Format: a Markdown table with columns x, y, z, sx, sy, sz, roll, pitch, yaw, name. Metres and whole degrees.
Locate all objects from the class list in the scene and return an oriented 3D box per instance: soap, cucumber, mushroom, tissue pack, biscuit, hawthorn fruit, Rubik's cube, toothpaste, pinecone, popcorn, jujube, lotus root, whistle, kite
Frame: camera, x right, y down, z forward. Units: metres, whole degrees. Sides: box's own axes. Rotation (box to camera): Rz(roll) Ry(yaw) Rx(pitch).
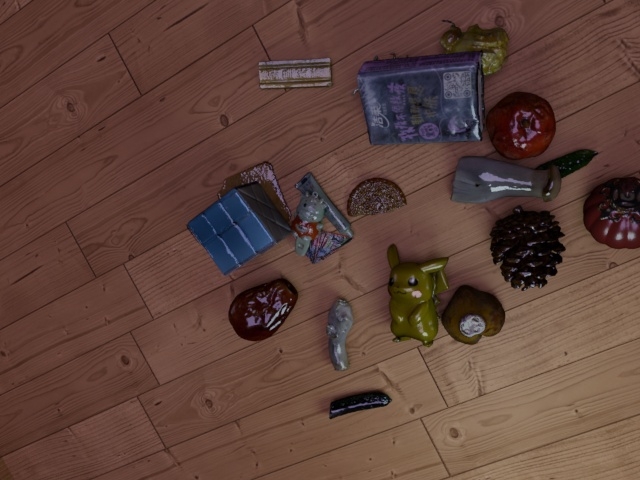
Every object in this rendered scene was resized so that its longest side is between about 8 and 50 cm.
| x | y | z | sx | sy | sz | roll | pitch | yaw | name |
| --- | --- | --- | --- | --- | --- | --- | --- | --- | --- |
| -0.084 | -0.558 | 1.792 | 0.252 | 0.037 | 0.092 | 1 | 102 | 11 | soap |
| 0.140 | 0.594 | 1.953 | 0.245 | 0.067 | 0.067 | -20 | 96 | 13 | cucumber |
| 0.069 | 0.338 | 1.906 | 0.096 | 0.099 | 0.278 | 11 | 107 | 24 | mushroom |
| 0.305 | -0.422 | 1.619 | 0.361 | 0.122 | 0.259 | 2 | 130 | 24 | tissue pack |
| -0.244 | -0.139 | 1.919 | 0.237 | 0.013 | 0.232 | -20 | 96 | 14 | biscuit |
| 0.599 | -0.340 | 1.580 | 0.208 | 0.243 | 0.207 | 2 | 99 | 13 | hawthorn fruit |
| -0.269 | -0.043 | 1.822 | 0.225 | 0.221 | 0.231 | -35 | 92 | 16 | Rubik's cube |
| 0.747 | -0.226 | 1.663 | 0.227 | 0.069 | 0.069 | -25 | 94 | 12 | cucumber |
| 0.566 | -0.179 | 1.657 | 0.329 | 0.122 | 0.159 | 9 | 143 | 25 | mushroom |
| 0.021 | -0.114 | 1.849 | 0.268 | 0.047 | 0.069 | 49 | 140 | 2 | toothpaste |
| 0.637 | 0.024 | 1.656 | 0.224 | 0.224 | 0.272 | -9 | 103 | 14 | pinecone |
| 0.465 | -0.582 | 1.615 | 0.195 | 0.173 | 0.168 | 22 | 67 | 33 | popcorn |
| -0.202 | 0.242 | 1.903 | 0.255 | 0.190 | 0.190 | -39 | 91 | 9 | jujube |
| 0.504 | 0.265 | 1.752 | 0.199 | 0.180 | 0.188 | 23 | 101 | 8 | lotus root |
| -0.046 | -0.058 | 1.831 | 0.101 | 0.106 | 0.253 | 47 | 132 | 40 | whistle |
| 0.182 | -0.149 | 1.818 | 0.206 | 0.025 | 0.126 | -12 | 98 | 14 | biscuit |
| 0.000 | 0.000 | 1.893 | 0.241 | 0.014 | 0.183 | 7 | 99 | 11 | kite |

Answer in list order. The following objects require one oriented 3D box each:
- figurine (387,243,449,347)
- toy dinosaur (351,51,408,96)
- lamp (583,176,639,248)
| x | y | z | sx | sy | sz | roll | pitch | yaw | name |
| --- | --- | --- | --- | --- | --- | --- | --- | --- | --- |
| 0.319 | 0.187 | 1.778 | 0.218 | 0.169 | 0.326 | 1 | 108 | 36 | figurine |
| 0.212 | -0.526 | 1.736 | 0.142 | 0.057 | 0.212 | 31 | 118 | -15 | toy dinosaur |
| 0.897 | -0.084 | 1.578 | 0.227 | 0.227 | 0.226 | 2 | 101 | 12 | lamp |
